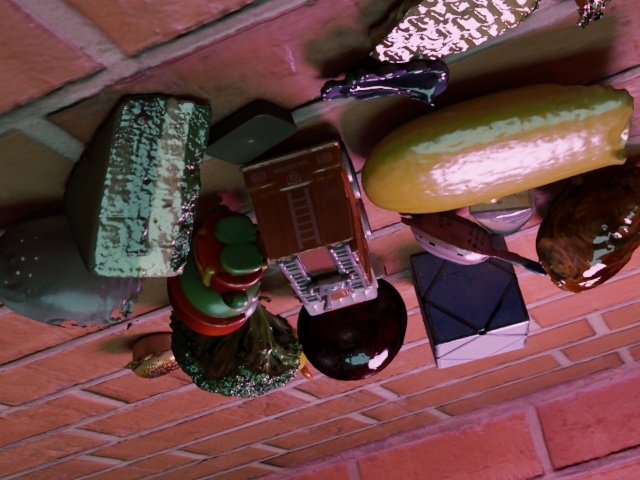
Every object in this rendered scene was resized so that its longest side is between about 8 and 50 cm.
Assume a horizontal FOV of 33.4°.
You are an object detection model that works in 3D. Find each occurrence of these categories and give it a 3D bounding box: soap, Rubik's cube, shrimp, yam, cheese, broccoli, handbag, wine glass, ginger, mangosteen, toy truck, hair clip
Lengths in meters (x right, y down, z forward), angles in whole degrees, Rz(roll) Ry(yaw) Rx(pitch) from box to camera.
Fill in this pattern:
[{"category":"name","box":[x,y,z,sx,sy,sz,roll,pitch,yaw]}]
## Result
[{"category":"soap","box":[0.271,-0.144,1.688,0.427,0.115,0.306,-14,163,2]},{"category":"Rubik's cube","box":[0.314,0.133,2.245,0.205,0.205,0.207,-14,157,1]},{"category":"shrimp","box":[0.352,-0.341,1.372,0.091,0.043,0.184,-7,152,4]},{"category":"yam","box":[0.471,-0.083,2.052,0.032,0.032,0.145,-8,156,-12]},{"category":"cheese","box":[0.283,0.007,1.975,0.286,0.074,0.189,19,-167,-4]},{"category":"broccoli","box":[-0.160,0.190,2.088,0.261,0.242,0.269,-1,-161,-16]},{"category":"handbag","box":[0.329,-0.062,1.904,0.117,0.095,0.173,-3,174,15]},{"category":"wine glass","box":[-0.445,0.042,1.640,0.357,0.190,0.190,8,150,-32]},{"category":"ginger","box":[0.541,-0.019,2.031,0.274,0.152,0.357,-33,163,6]},{"category":"mangosteen","box":[0.056,0.150,2.165,0.235,0.235,0.261,-17,123,8]},{"category":"toy truck","box":[0.000,0.000,1.747,0.173,0.207,0.387,-16,159,5]},{"category":"hair clip","box":[0.089,-0.210,1.486,0.195,0.052,0.124,-6,167,-23]}]

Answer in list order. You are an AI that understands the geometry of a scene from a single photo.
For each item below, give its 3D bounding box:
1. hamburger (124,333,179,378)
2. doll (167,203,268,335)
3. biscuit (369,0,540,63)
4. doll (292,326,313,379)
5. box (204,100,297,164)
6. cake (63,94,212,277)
[{"category":"hamburger","box":[-0.355,0.256,2.320,0.141,0.081,0.126,2,153,-36]},{"category":"doll","box":[-0.187,0.072,1.851,0.160,0.183,0.363,-14,163,-16]},{"category":"biscuit","box":[0.197,-0.307,1.362,0.187,0.036,0.273,7,150,-39]},{"category":"doll","box":[-0.095,0.255,2.411,0.135,0.143,0.221,-52,151,1]},{"category":"box","box":[-0.104,-0.157,1.551,0.126,0.031,0.091,-29,153,32]},{"category":"cake","box":[-0.245,-0.065,1.516,0.158,0.172,0.283,-2,153,-31]}]
